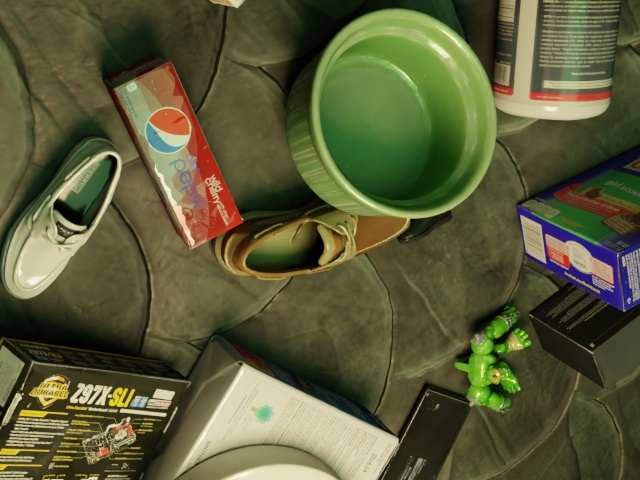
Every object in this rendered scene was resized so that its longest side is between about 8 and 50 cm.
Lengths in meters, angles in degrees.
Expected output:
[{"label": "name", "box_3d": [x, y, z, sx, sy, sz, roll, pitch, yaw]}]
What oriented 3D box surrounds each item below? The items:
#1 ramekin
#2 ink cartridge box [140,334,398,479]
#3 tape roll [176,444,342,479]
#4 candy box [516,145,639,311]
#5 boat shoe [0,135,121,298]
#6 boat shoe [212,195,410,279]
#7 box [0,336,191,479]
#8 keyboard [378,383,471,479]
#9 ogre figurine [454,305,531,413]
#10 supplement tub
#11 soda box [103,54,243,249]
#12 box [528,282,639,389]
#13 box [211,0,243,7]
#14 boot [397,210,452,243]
[{"label": "ramekin", "box_3d": [0.096, -0.176, 1.379, 0.303, 0.148, 0.303, 2, 85, -25]}, {"label": "ink cartridge box", "box_3d": [-0.062, 0.362, 1.516, 0.395, 0.151, 0.270, 31, 92, -27]}, {"label": "tape roll", "box_3d": [-0.106, 0.504, 1.415, 0.392, 0.072, 0.392, -7, 108, -24]}, {"label": "candy box", "box_3d": [0.554, -0.036, 1.615, 0.317, 0.268, 0.122, -23, 118, -18]}, {"label": "boat shoe", "box_3d": [-0.362, -0.028, 1.289, 0.095, 0.084, 0.258, 26, 94, -30]}, {"label": "boat shoe", "box_3d": [0.000, 0.000, 1.449, 0.324, 0.120, 0.122, -15, 112, -20]}, {"label": "box", "box_3d": [-0.361, 0.282, 1.319, 0.322, 0.079, 0.257, 21, 96, -56]}, {"label": "keyboard", "box_3d": [0.136, 0.408, 1.696, 0.201, 0.033, 0.317, 24, 94, -30]}, {"label": "ogre figurine", "box_3d": [0.313, 0.228, 1.691, 0.118, 0.097, 0.197, -10, 127, -41]}, {"label": "supplement tub", "box_3d": [0.376, -0.339, 1.477, 0.191, 0.191, 0.272, -6, 109, -23]}, {"label": "soda box", "box_3d": [-0.209, -0.126, 1.331, 0.092, 0.083, 0.263, -29, 117, -14]}, {"label": "box", "box_3d": [0.551, 0.131, 1.715, 0.261, 0.184, 0.103, -34, 117, -11]}, {"label": "box", "box_3d": [-0.170, -0.417, 1.240, 0.203, 0.114, 0.103, 37, 89, -31]}, {"label": "boot", "box_3d": [0.168, -0.061, 1.552, 0.121, 0.045, 0.099, -29, 119, -22]}]
